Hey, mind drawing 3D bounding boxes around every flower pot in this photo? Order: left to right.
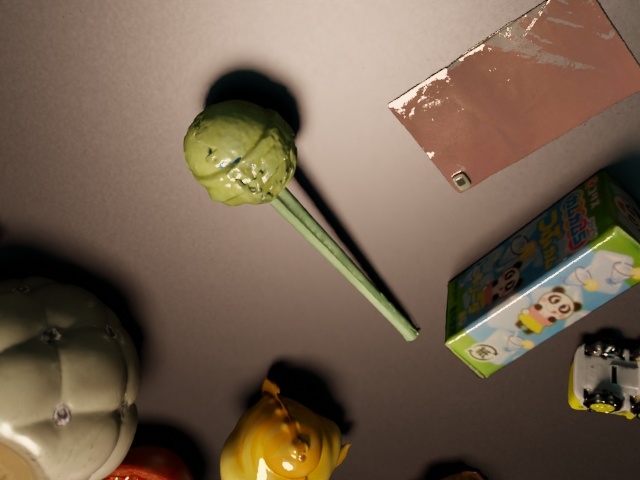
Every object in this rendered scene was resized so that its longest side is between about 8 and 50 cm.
[{"bbox_3d":[-0.308,0.165,0.883,0.246,0.195,0.246,5,126,7],"label":"flower pot"}]

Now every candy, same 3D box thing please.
[{"bbox_3d":[0.000,0.000,0.796,0.093,0.092,0.335,-46,122,-6],"label":"candy"},{"bbox_3d":[0.199,0.033,0.765,0.062,0.097,0.194,40,122,-15],"label":"candy"}]

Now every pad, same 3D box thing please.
[{"bbox_3d":[0.163,-0.121,0.712,0.188,0.006,0.113,-31,116,27],"label":"pad"}]

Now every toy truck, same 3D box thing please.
[{"bbox_3d":[0.304,0.147,0.851,0.111,0.076,0.077,9,151,6],"label":"toy truck"}]

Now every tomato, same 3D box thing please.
[{"bbox_3d":[-0.211,0.306,1.042,0.174,0.082,0.166,-23,115,29],"label":"tomato"}]

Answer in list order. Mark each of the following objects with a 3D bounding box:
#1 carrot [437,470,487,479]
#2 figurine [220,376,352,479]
[{"bbox_3d":[0.097,0.364,1.039,0.102,0.102,0.263,40,128,-20],"label":"carrot"},{"bbox_3d":[-0.044,0.265,0.962,0.156,0.131,0.246,-12,130,-25],"label":"figurine"}]
